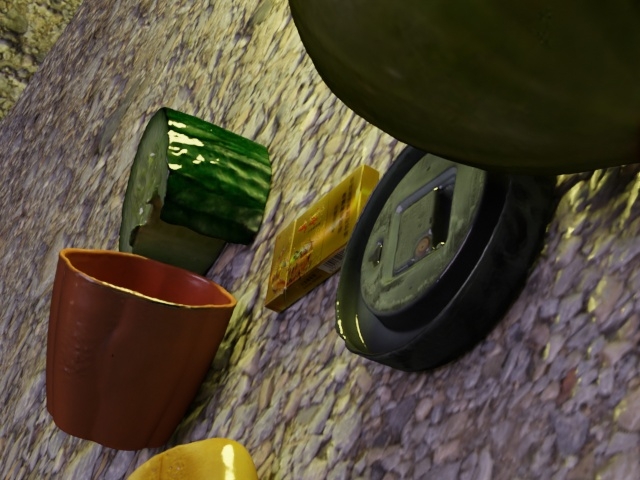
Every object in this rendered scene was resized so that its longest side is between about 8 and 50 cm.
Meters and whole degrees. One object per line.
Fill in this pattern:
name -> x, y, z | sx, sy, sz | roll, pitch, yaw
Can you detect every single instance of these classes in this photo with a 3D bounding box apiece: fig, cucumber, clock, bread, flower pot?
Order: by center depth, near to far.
fig -> 0.133, -0.171, 0.886 | 0.316, 0.316, 0.316 | -46, 28, 34
clock -> 0.094, -0.003, 1.054 | 0.226, 0.049, 0.226 | -48, 26, 33
bread -> -0.104, 0.253, 1.129 | 0.134, 0.085, 0.173 | -26, 34, 15
flower pot -> -0.196, 0.115, 1.390 | 0.190, 0.190, 0.173 | -140, 64, -66
cucumber -> -0.152, -0.049, 1.519 | 0.191, 0.130, 0.191 | -52, 25, 35

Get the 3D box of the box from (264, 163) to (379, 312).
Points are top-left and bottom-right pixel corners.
box -> 0.000, 0.000, 1.274 | 0.156, 0.022, 0.089 | -36, 34, 46
